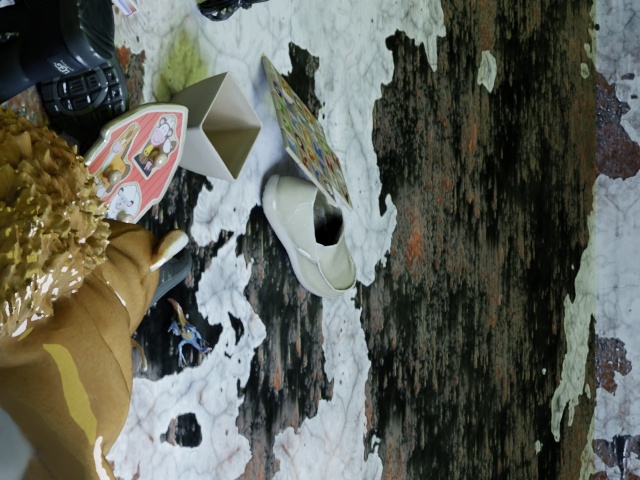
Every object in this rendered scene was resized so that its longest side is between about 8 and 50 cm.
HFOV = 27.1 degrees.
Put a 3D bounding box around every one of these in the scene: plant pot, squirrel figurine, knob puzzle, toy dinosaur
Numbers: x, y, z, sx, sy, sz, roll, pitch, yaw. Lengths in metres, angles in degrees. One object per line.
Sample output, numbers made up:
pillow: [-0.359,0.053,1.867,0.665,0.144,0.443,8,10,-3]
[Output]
plant pot: [-0.158,-0.152,1.801,0.109,0.096,0.109,58,42,-41]
squirrel figurine: [-0.281,0.049,1.401,0.370,0.281,0.397,-57,151,-53]
knob puzzle: [-0.224,-0.090,1.636,0.213,0.030,0.213,-42,151,-29]
toy dinosaur: [-0.176,0.127,1.828,0.082,0.047,0.090,44,40,-73]

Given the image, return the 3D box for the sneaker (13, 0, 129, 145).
sneaker: [-0.284,-0.252,1.593,0.130,0.109,0.286,-67,149,-58]

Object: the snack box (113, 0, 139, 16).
snack box: [-0.259,-0.354,1.618,0.064,0.022,0.178,49,18,-51]

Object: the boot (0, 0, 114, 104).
boot: [-0.329,-0.255,1.426,0.094,0.207,0.246,44,33,-55]

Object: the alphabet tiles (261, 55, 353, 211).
alphabet tiles: [-0.014,-0.147,2.036,0.237,0.009,0.198,47,21,-48]

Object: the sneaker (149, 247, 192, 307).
sneaker: [-0.229,0.032,1.725,0.170,0.051,0.089,-49,135,-44]

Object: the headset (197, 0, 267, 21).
headset: [-0.165,-0.502,1.798,0.394,0.185,0.243,65,32,-11]

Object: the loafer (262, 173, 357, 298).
loafer: [0.000,0.000,2.070,0.268,0.092,0.102,54,46,-44]
